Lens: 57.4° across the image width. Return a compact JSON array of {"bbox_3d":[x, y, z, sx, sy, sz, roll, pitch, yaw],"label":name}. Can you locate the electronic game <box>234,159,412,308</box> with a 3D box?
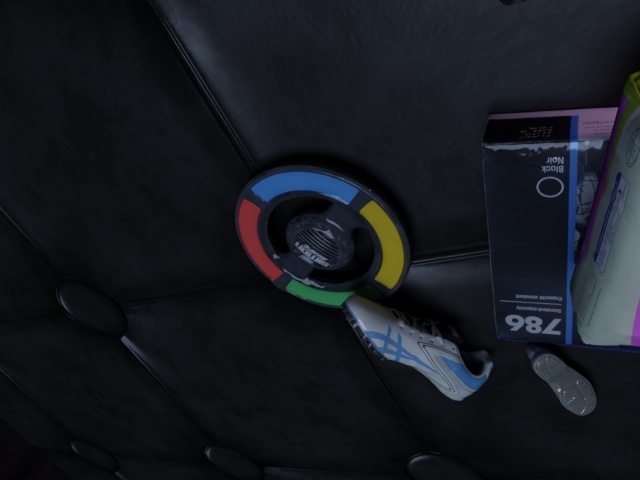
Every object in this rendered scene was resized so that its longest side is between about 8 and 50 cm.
[{"bbox_3d":[0.000,0.000,0.722,0.229,0.048,0.229,13,135,13],"label":"electronic game"}]

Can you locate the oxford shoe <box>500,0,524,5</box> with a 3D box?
[{"bbox_3d":[0.158,-0.277,0.393,0.076,0.076,0.212,-13,127,-3],"label":"oxford shoe"}]

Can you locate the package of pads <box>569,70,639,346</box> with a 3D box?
[{"bbox_3d":[0.365,-0.015,0.436,0.296,0.101,0.229,3,131,10],"label":"package of pads"}]

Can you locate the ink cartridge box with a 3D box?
[{"bbox_3d":[0.265,0.023,0.611,0.165,0.065,0.333,0,131,24],"label":"ink cartridge box"}]

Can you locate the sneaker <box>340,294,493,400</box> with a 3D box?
[{"bbox_3d":[0.125,0.125,0.751,0.237,0.085,0.086,33,102,-24],"label":"sneaker"}]

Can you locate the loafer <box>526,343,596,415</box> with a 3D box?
[{"bbox_3d":[0.310,0.176,0.754,0.045,0.039,0.125,-42,111,10],"label":"loafer"}]
